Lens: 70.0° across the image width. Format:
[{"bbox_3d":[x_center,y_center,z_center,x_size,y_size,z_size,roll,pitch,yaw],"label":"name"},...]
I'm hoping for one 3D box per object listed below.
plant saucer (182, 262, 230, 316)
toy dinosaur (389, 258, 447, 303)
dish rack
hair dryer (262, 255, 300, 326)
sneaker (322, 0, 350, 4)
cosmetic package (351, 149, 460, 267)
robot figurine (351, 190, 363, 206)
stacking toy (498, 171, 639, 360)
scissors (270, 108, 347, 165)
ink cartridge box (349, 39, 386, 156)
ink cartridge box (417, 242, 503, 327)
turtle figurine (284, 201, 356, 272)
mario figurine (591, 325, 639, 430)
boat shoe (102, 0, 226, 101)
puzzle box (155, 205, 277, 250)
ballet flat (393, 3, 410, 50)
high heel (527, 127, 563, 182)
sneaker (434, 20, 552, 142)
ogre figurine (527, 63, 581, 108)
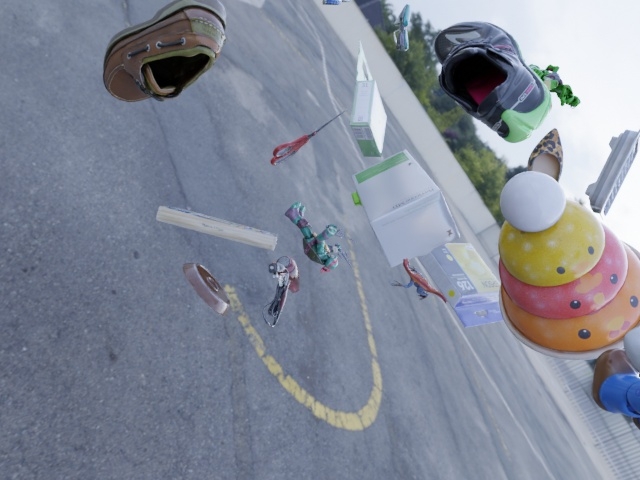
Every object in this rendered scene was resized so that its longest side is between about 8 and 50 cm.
[{"bbox_3d":[-0.279,0.116,1.148,0.168,0.029,0.168,51,-2,2],"label":"plant saucer"},{"bbox_3d":[0.166,0.062,0.763,0.047,0.090,0.082,-69,151,-26],"label":"toy dinosaur"},{"bbox_3d":[0.972,-0.219,1.527,0.073,0.285,0.333,27,11,33],"label":"dish rack"},{"bbox_3d":[-0.140,0.165,1.603,0.294,0.080,0.223,-9,111,-71],"label":"hair dryer"},{"bbox_3d":[0.045,-0.603,1.096,0.135,0.052,0.057,-59,154,-52],"label":"sneaker"},{"bbox_3d":[0.221,-0.103,1.278,0.155,0.197,0.365,61,8,-24],"label":"cosmetic package"},{"bbox_3d":[0.171,-0.162,1.625,0.101,0.115,0.066,60,13,-66],"label":"robot figurine"},{"bbox_3d":[0.506,0.026,1.011,0.480,0.351,0.350,42,23,-38],"label":"stacking toy"},{"bbox_3d":[-0.039,-0.339,1.501,0.021,0.297,0.109,54,-10,12],"label":"scissors"},{"bbox_3d":[0.126,-0.350,1.142,0.171,0.056,0.234,44,53,-67],"label":"ink cartridge box"},{"bbox_3d":[0.509,0.141,1.582,0.304,0.072,0.307,2,47,-43],"label":"ink cartridge box"},{"bbox_3d":[0.000,0.000,1.283,0.234,0.118,0.175,48,-15,10],"label":"turtle figurine"},{"bbox_3d":[0.447,0.169,0.462,0.320,0.198,0.169,140,-53,-84],"label":"mario figurine"},{"bbox_3d":[-0.280,-0.293,0.767,0.111,0.308,0.104,15,68,-45],"label":"boat shoe"},{"bbox_3d":[-0.355,-0.046,1.660,0.410,0.052,0.272,15,1,-6],"label":"puzzle box"},{"bbox_3d":[0.209,-0.552,1.188,0.041,0.041,0.114,-34,127,-72],"label":"ballet flat"},{"bbox_3d":[0.602,-0.171,1.206,0.093,0.260,0.186,14,11,11],"label":"high heel"},{"bbox_3d":[0.393,-0.439,1.138,0.203,0.185,0.482,18,36,-28],"label":"sneaker"},{"bbox_3d":[0.692,-0.474,1.380,0.197,0.096,0.118,7,38,-9],"label":"ogre figurine"}]
